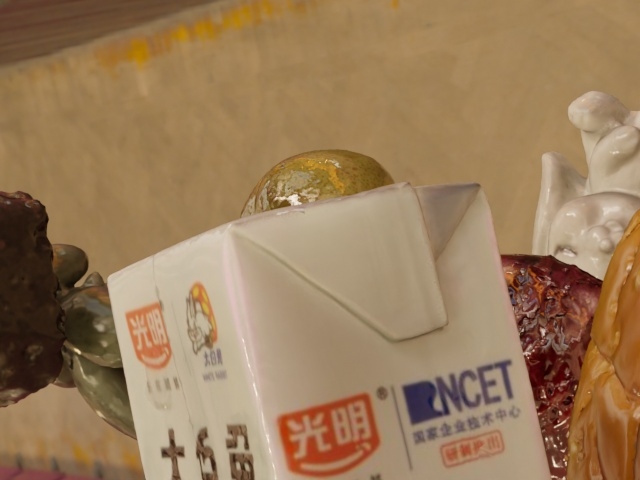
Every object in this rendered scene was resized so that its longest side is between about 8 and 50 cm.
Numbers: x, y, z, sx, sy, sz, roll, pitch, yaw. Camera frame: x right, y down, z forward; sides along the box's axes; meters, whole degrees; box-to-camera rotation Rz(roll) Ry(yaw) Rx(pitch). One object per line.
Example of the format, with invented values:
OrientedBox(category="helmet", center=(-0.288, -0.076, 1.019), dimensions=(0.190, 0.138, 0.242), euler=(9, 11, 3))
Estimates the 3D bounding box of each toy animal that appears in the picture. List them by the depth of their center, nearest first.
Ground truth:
OrientedBox(category="toy animal", center=(0.364, -0.009, 1.324), dimensions=(0.271, 0.265, 0.206), euler=(17, 161, 21))

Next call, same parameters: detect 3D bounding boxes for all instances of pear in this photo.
OrientedBox(category="pear", center=(0.000, 0.000, 1.028), dimensions=(0.167, 0.136, 0.167), euler=(19, 113, 53))

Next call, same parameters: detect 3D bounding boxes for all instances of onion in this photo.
OrientedBox(category="onion", center=(0.140, 0.132, 0.858), dimensions=(0.252, 0.219, 0.252), euler=(16, 119, 30))

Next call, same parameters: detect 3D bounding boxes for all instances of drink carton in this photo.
OrientedBox(category="drink carton", center=(0.016, 0.145, 0.396), dimensions=(0.130, 0.106, 0.315), euler=(-18, 84, 59))

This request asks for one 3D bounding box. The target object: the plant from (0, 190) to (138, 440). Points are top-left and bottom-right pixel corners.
OrientedBox(category="plant", center=(-0.195, 0.052, 0.778), dimensions=(0.149, 0.274, 0.147), euler=(-9, 68, 44))

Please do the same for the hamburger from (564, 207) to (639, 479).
OrientedBox(category="hamburger", center=(0.196, 0.082, 0.463), dimensions=(0.244, 0.162, 0.245), euler=(-179, 90, -77))
